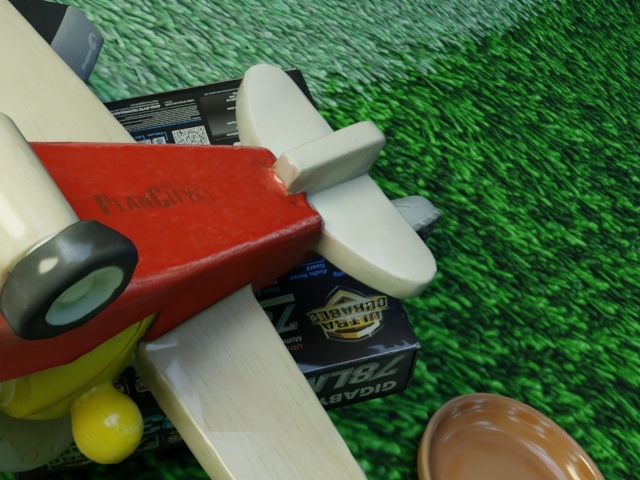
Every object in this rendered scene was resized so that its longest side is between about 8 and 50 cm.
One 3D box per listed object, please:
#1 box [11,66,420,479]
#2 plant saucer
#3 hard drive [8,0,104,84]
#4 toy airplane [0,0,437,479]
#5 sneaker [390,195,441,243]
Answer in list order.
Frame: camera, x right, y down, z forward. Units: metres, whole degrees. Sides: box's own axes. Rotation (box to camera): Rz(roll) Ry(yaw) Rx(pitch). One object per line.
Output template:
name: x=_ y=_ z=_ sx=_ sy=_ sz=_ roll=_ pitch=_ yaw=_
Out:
box: x=-0.111 y=0.011 z=0.821 sx=0.295 sy=0.073 sz=0.293 roll=-13 pitch=55 yaw=-14
plant saucer: x=0.164 y=0.221 z=0.908 sx=0.200 sy=0.037 sz=0.200 roll=21 pitch=40 yaw=-18
hard drive: x=-0.288 y=-0.099 z=0.818 sx=0.172 sy=0.054 sz=0.255 roll=13 pitch=54 yaw=10
toy airplane: x=-0.118 y=0.028 z=0.629 sx=0.384 sy=0.272 sz=0.386 roll=29 pitch=30 yaw=-24
sneaker: x=0.000 y=0.000 z=0.972 sx=0.129 sy=0.111 sz=0.297 roll=45 pitch=38 yaw=21
